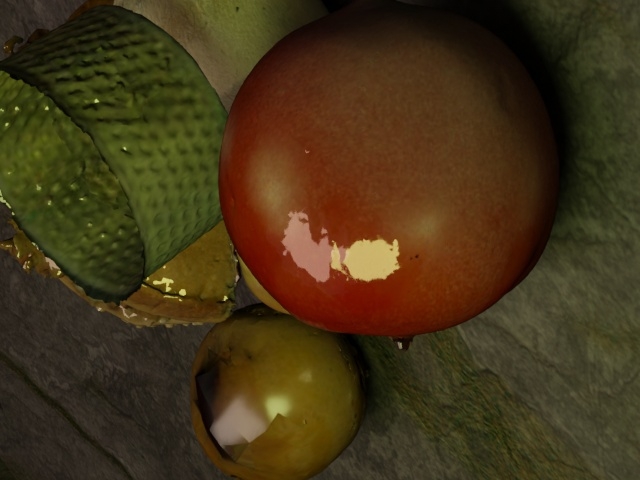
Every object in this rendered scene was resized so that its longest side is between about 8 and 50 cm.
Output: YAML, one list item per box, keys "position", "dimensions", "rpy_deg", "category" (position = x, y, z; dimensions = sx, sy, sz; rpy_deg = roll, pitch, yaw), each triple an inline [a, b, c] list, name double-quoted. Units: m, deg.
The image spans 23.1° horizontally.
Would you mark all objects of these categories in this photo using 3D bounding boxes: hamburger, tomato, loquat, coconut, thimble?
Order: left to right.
- position: [-0.277, -0.095, 1.920]
  dimensions: [0.268, 0.286, 0.446]
  rpy_deg: [152, 109, -67]
  category: "hamburger"
- position: [-0.214, -0.087, 1.558]
  dimensions: [0.270, 0.150, 0.271]
  rpy_deg: [35, 147, 27]
  category: "thimble"
- position: [-0.115, -0.209, 1.674]
  dimensions: [0.247, 0.245, 0.245]
  rpy_deg: [56, 151, 8]
  category: "coconut"
- position: [-0.053, 0.187, 1.934]
  dimensions: [0.235, 0.235, 0.235]
  rpy_deg: [39, 145, 35]
  category: "loquat"
- position: [0.064, -0.067, 1.438]
  dimensions: [0.321, 0.321, 0.322]
  rpy_deg: [39, 145, 35]
  category: "tomato"

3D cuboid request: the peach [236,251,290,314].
- position: [0.000, 0.000, 1.739]
  dimensions: [0.184, 0.184, 0.184]
  rpy_deg: [39, 145, 35]
  category: "peach"
